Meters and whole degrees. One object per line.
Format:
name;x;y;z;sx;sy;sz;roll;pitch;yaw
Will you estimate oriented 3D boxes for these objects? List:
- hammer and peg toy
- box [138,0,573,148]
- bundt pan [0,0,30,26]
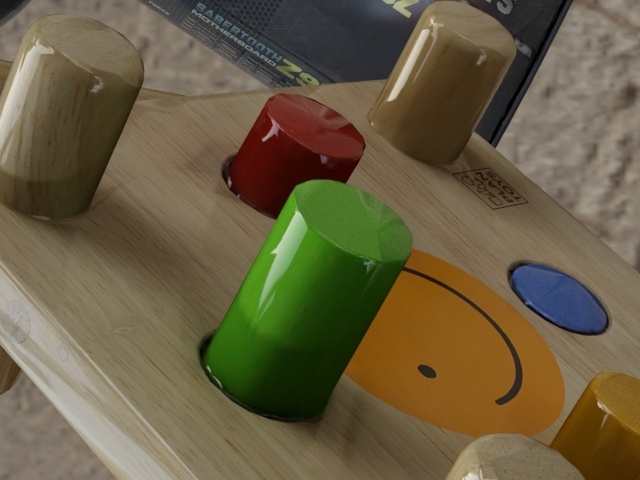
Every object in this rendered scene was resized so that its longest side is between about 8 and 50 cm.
hammer and peg toy;0.000;0.000;0.593;0.361;0.266;0.127;44;123;28
box;0.018;-0.159;0.957;0.233;0.183;0.059;33;158;-9
bundt pan;-0.256;-0.281;1.227;0.124;0.331;0.331;44;115;18
